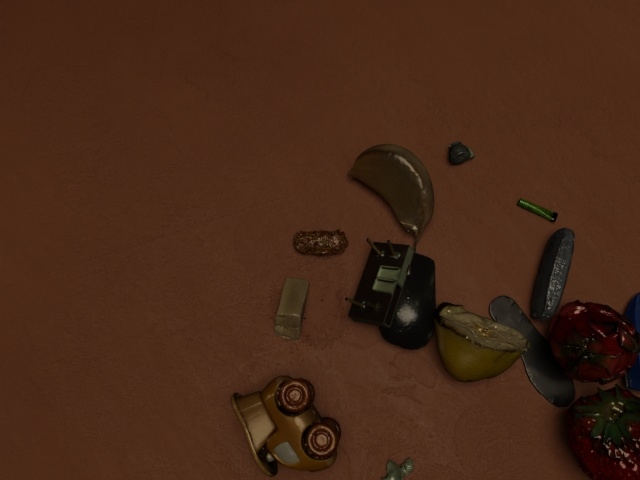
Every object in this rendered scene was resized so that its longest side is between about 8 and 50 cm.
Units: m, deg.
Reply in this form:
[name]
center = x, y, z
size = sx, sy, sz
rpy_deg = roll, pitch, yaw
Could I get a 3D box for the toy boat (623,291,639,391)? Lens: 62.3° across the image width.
[toy boat]
center = 0.912, 0.282, 1.480
size = 0.129, 0.088, 0.295
rpy_deg = 8, 64, 4

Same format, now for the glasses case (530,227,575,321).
[glasses case]
center = 0.666, 0.096, 1.519
size = 0.067, 0.109, 0.282
rpy_deg = 21, 77, 4

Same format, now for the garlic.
[garlic]
center = 0.252, -0.151, 1.605
size = 0.196, 0.151, 0.338
rpy_deg = -42, 84, 18

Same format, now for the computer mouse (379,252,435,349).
[computer mouse]
center = 0.250, 0.163, 1.523
size = 0.168, 0.087, 0.295
rpy_deg = 3, 73, 6

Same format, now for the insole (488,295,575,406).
[insole]
center = 0.605, 0.312, 1.514
size = 0.119, 0.009, 0.348
rpy_deg = -32, 76, -8

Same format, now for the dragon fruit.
[dragon fruit]
center = 0.704, 0.263, 1.398
size = 0.234, 0.293, 0.233
rpy_deg = -14, 69, 42

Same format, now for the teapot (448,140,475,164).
[teapot]
center = 0.439, -0.277, 1.657
size = 0.088, 0.066, 0.057
rpy_deg = -1, 55, -21

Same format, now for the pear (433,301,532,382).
[pear]
center = 0.414, 0.303, 1.443
size = 0.267, 0.267, 0.178
rpy_deg = 18, 102, 6

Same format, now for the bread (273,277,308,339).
[bread]
center = -0.083, 0.198, 1.557
size = 0.077, 0.105, 0.152
rpy_deg = 11, 44, 5

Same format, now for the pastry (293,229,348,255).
[pastry]
center = 0.000, 0.003, 1.587
size = 0.169, 0.063, 0.087
rpy_deg = -4, 72, 2

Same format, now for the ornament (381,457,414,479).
[ornament]
center = 0.207, 0.624, 1.423
size = 0.092, 0.041, 0.068
rpy_deg = -12, 52, 10

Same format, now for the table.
[table]
center = 0.156, 0.105, 1.478
size = 0.122, 0.111, 0.240
rpy_deg = 4, 64, 38

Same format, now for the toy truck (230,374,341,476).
[toy truck]
center = -0.082, 0.480, 1.387
size = 0.212, 0.204, 0.288
rpy_deg = -32, 76, -4

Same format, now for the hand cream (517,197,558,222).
[hand cream]
center = 0.662, -0.094, 1.615
size = 0.122, 0.023, 0.036
rpy_deg = 25, 66, 7

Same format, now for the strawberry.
[strawberry]
center = 0.765, 0.535, 1.341
size = 0.239, 0.250, 0.288
rpy_deg = -14, 114, 22
